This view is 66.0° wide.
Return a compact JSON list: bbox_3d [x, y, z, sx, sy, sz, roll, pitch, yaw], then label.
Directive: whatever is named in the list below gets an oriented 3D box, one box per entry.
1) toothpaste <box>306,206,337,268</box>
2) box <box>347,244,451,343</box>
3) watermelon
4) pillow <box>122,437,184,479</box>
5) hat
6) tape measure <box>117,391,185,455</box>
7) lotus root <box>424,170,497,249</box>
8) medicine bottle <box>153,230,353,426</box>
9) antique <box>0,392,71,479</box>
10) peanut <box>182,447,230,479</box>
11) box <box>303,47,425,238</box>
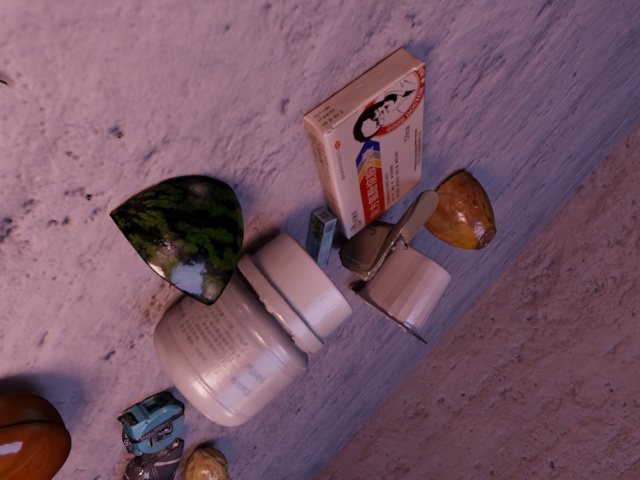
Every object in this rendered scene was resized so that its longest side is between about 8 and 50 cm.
[{"bbox_3d":[0.000,0.000,1.059,0.034,0.046,0.164,-29,150,-29],"label":"toothpaste"},{"bbox_3d":[0.252,0.141,1.415,0.206,0.262,0.291,-55,163,0],"label":"box"},{"bbox_3d":[-0.182,-0.020,0.726,0.145,0.137,0.193,-41,111,0],"label":"watermelon"},{"bbox_3d":[-0.448,0.633,1.319,0.161,0.092,0.335,-23,148,-41],"label":"pillow"},{"bbox_3d":[0.144,-0.032,1.114,0.214,0.149,0.245,-29,144,-51],"label":"hat"},{"bbox_3d":[-0.375,0.413,1.109,0.146,0.081,0.125,-25,130,-37],"label":"tape measure"},{"bbox_3d":[0.409,-0.073,1.364,0.188,0.180,0.199,-21,146,-29],"label":"lotus root"},{"bbox_3d":[-0.117,0.154,0.906,0.306,0.245,0.245,-40,153,-6],"label":"medicine bottle"},{"bbox_3d":[-0.516,0.340,0.766,0.223,0.129,0.278,-28,149,-28],"label":"antique"},{"bbox_3d":[-0.357,0.749,1.554,0.152,0.152,0.313,-25,146,-32],"label":"peanut"},{"bbox_3d":[0.098,-0.163,0.942,0.214,0.069,0.353,-37,151,-11],"label":"box"}]
